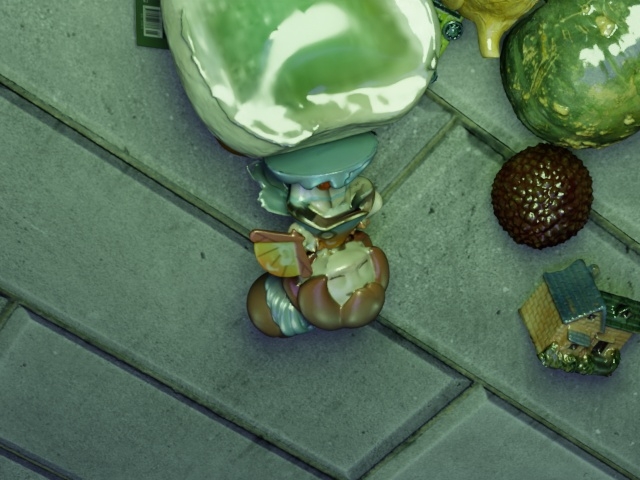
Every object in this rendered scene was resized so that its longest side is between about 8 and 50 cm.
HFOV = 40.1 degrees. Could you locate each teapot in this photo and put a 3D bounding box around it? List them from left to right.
[{"bbox_3d":[0.207,-0.408,1.230,0.167,0.203,0.311,-23,97,-6],"label":"teapot"}]

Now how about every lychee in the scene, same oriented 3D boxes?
[{"bbox_3d":[0.383,-0.068,1.503,0.188,0.188,0.188,3,124,4],"label":"lychee"}]

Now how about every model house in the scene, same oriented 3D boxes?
[{"bbox_3d":[0.506,0.141,1.649,0.183,0.166,0.172,17,121,-20],"label":"model house"}]

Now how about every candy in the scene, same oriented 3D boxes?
[{"bbox_3d":[-0.047,-0.335,1.308,0.386,0.186,0.427,-29,100,4],"label":"candy"}]

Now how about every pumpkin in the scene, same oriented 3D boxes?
[{"bbox_3d":[0.426,-0.280,1.289,0.328,0.291,0.257,-39,92,13],"label":"pumpkin"}]

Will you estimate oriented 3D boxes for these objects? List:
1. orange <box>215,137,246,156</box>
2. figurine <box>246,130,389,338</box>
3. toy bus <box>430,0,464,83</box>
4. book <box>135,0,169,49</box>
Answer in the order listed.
[{"bbox_3d":[-0.118,-0.213,1.478,0.159,0.136,0.159,3,121,4],"label":"orange"},{"bbox_3d":[-0.001,0.001,1.504,0.276,0.248,0.388,-24,125,-20],"label":"figurine"},{"bbox_3d":[0.165,-0.334,1.396,0.101,0.088,0.175,23,123,-12],"label":"toy bus"},{"bbox_3d":[-0.170,-0.396,1.424,0.264,0.027,0.202,7,123,2],"label":"book"}]
